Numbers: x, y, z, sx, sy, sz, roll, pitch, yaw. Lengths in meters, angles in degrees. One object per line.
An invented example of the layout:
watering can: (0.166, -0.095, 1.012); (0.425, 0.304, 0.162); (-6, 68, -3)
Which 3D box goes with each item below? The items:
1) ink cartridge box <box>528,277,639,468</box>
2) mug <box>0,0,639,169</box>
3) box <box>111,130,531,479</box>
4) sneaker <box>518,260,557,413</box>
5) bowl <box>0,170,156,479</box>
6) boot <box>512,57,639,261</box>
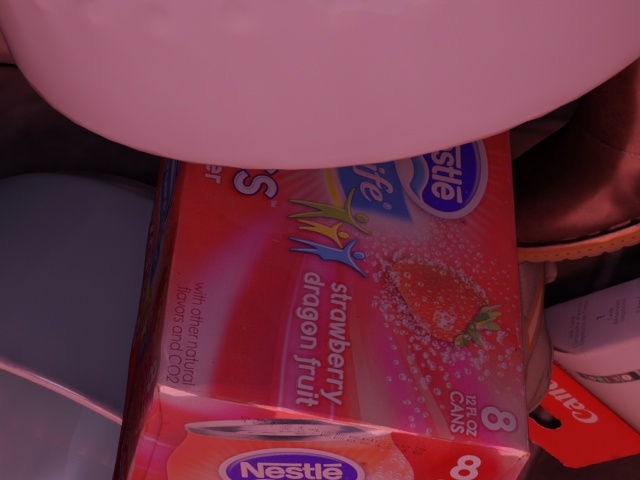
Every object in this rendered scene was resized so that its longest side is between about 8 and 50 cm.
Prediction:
ink cartridge box: (0.199, 0.105, 0.968); (0.224, 0.056, 0.181); (-23, 131, 38)
mug: (-0.053, -0.246, 0.482); (0.374, 0.276, 0.328); (19, 141, 30)
box: (0.000, 0.000, 0.700); (0.154, 0.300, 0.142); (12, 138, -9)
sneaker: (0.083, 0.093, 0.846); (0.099, 0.263, 0.121); (-1, 155, 44)
bowl: (-0.128, 0.077, 0.866); (0.311, 0.163, 0.312); (17, 148, 11)
boot: (0.150, -0.113, 0.727); (0.248, 0.090, 0.207); (-27, 122, 16)
